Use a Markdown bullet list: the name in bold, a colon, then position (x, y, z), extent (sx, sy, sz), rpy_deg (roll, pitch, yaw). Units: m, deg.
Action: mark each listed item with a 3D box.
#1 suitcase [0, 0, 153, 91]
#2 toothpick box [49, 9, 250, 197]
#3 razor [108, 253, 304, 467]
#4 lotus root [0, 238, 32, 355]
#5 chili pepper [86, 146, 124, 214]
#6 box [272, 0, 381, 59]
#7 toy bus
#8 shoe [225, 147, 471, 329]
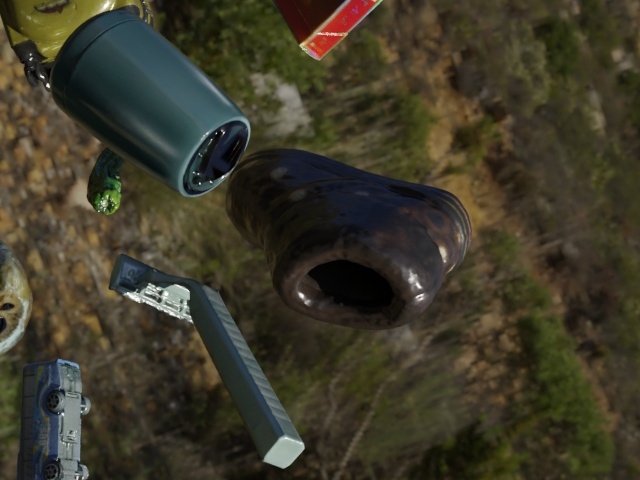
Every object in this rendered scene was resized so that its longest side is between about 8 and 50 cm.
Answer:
- **suitcase**: position (-0.346, -0.346, 1.625), extent (0.143, 0.193, 0.235), rpy_deg (-3, 74, -82)
- **toothpick box**: position (-0.159, -0.128, 1.138), extent (0.184, 0.120, 0.120), rpy_deg (38, -24, 20)
- **razor**: position (-0.083, 0.093, 1.005), extent (0.111, 0.056, 0.278), rpy_deg (28, 9, -38)
- **lotus root**: position (-0.422, 0.034, 1.222), extent (0.322, 0.158, 0.140), rpy_deg (24, -81, 42)
- **chili pepper**: position (-0.328, -0.109, 1.899), extent (0.050, 0.073, 0.182), rpy_deg (49, 42, -33)
- **box**: position (0.027, -0.325, 1.485), extent (0.048, 0.175, 0.112), rpy_deg (24, 31, -50)
- **toy bus**: position (-0.269, 0.197, 1.187), extent (0.051, 0.061, 0.153), rpy_deg (33, 54, -65)
- **shoe**: position (0.000, 0.000, 1.654), extent (0.383, 0.237, 0.171), rpy_deg (16, -55, 24)
